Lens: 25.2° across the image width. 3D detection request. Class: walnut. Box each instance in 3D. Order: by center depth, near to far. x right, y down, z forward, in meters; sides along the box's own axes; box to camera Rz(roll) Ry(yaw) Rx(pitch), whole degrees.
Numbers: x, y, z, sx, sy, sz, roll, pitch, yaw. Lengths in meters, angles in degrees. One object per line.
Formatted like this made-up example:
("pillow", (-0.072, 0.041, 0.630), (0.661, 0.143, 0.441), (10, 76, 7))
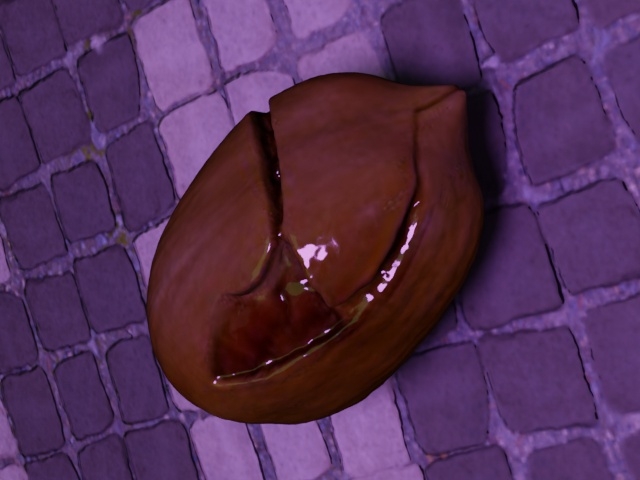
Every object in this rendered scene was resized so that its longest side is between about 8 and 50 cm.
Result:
("walnut", (0.000, 0.000, 0.993), (0.203, 0.203, 0.298), (48, 112, 22))
